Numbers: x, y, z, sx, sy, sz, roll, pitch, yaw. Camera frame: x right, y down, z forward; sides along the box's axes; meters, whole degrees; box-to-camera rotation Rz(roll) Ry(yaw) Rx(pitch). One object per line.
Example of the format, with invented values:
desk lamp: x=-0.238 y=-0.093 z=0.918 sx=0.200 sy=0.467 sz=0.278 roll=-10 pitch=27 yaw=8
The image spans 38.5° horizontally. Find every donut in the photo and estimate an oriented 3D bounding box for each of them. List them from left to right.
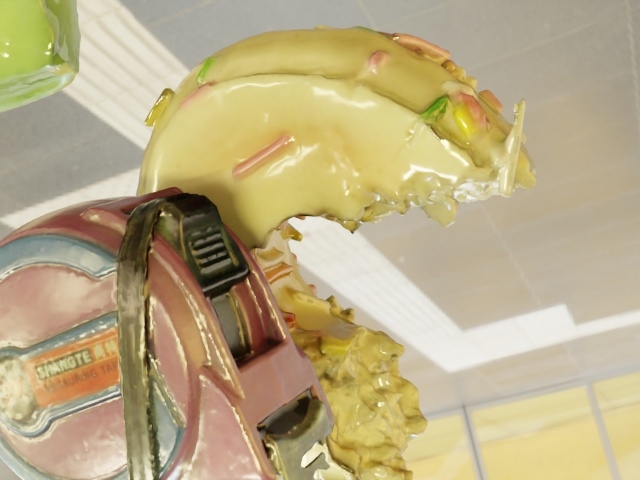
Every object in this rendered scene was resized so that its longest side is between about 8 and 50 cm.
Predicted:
donut: x=-0.008 y=0.004 z=0.738 sx=0.150 sy=0.307 sz=0.371 roll=-32 pitch=144 yaw=-56

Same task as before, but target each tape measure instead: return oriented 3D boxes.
tape measure: x=-0.132 y=0.089 z=0.657 sx=0.231 sy=0.245 sz=0.149 roll=-21 pitch=-178 yaw=31

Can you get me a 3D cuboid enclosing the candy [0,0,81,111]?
candy: x=-0.356 y=-0.156 z=0.699 sx=0.343 sy=0.142 sz=0.132 roll=-8 pitch=166 yaw=5
